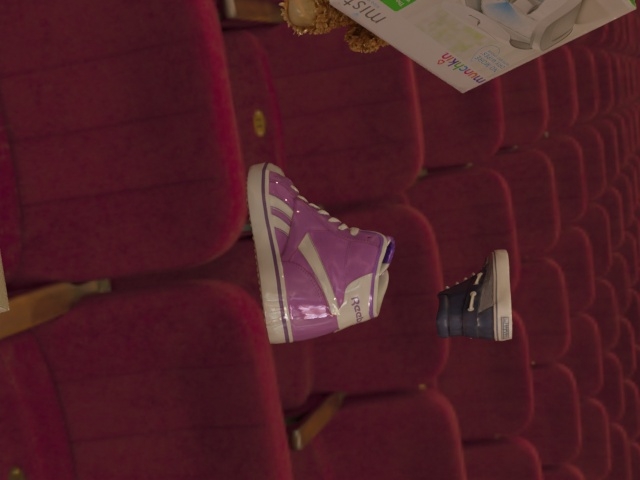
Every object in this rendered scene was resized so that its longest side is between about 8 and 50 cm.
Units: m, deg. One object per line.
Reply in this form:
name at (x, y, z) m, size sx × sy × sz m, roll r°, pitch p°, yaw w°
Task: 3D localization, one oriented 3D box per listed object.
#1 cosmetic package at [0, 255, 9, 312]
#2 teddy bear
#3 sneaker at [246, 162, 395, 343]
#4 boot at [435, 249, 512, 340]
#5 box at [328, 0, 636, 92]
cosmetic package at (-0.306, 0.012, 0.672) m, size 0.041 × 0.060 × 0.115 m, roll 55°, pitch 14°, yaw -68°
teddy bear at (0.096, -0.413, 1.276) m, size 0.113 × 0.338 × 0.245 m, roll -118°, pitch -167°, yaw -54°
sneaker at (0.000, 0.001, 0.941) m, size 0.282 × 0.161 × 0.102 m, roll -105°, pitch -176°, yaw -45°
boot at (0.185, 0.061, 0.967) m, size 0.190 × 0.086 × 0.069 m, roll -59°, pitch 145°, yaw -68°
box at (0.170, -0.302, 0.865) m, size 0.262 × 0.231 × 0.127 m, roll 19°, pitch 58°, yaw -46°
